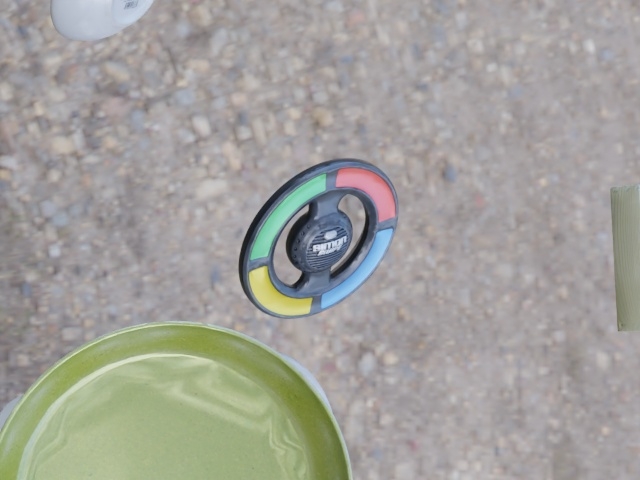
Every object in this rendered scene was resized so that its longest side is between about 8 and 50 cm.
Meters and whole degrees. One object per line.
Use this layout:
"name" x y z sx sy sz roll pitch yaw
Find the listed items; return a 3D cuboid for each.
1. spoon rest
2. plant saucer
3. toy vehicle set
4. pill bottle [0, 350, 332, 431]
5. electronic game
"spoon rest" -0.173 -0.268 1.409 0.276 0.084 0.137 -21 140 -55
"plant saucer" -0.099 0.171 0.928 0.241 0.037 0.240 0 91 -12
"toy vehicle set" 0.414 0.030 1.695 0.267 0.035 0.166 8 79 -58
"pill bottle" -0.138 0.188 1.253 0.318 0.176 0.176 3 83 -58
"electronic game" 0.000 0.000 1.742 0.229 0.048 0.229 -22 134 -24
